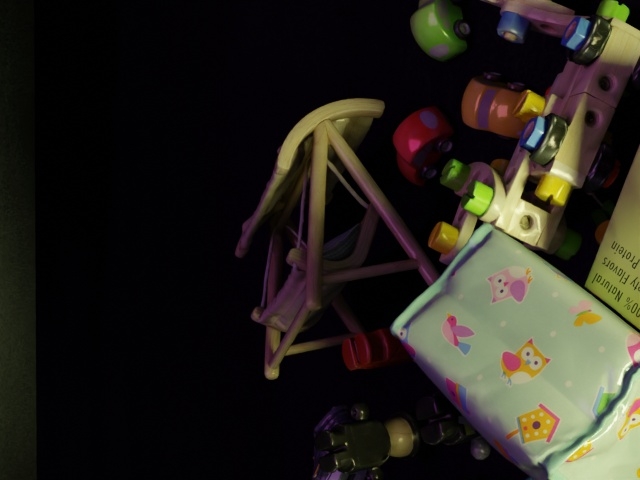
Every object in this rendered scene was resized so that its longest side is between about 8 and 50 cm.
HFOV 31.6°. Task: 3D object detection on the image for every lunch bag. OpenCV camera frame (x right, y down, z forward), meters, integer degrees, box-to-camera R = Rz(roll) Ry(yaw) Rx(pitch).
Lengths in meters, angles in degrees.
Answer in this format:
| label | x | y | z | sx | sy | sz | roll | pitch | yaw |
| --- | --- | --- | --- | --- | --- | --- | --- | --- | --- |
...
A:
| label | x | y | z | sx | sy | sz | roll | pitch | yaw |
| --- | --- | --- | --- | --- | --- | --- | --- | --- | --- |
| lunch bag | 0.223 | 0.135 | 0.987 | 0.160 | 0.262 | 0.223 | -48 | 45 | 2 |

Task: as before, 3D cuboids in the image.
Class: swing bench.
| label | x | y | z | sx | sy | sz | roll | pitch | yaw |
| --- | --- | --- | --- | --- | --- | --- | --- | --- | --- |
| swing bench | 0.000 | 0.000 | 1.380 | 0.253 | 0.165 | 0.255 | 119 | 137 | -60 |

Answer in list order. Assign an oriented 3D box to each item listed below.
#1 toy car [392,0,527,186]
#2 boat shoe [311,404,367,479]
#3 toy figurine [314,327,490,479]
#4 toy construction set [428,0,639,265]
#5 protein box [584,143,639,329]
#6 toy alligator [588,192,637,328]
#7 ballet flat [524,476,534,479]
| label | x | y | z | sx | sy | sz | roll | pitch | yaw |
| --- | --- | --- | --- | --- | --- | --- | --- | --- | --- |
| toy car | 0.139 | -0.195 | 1.294 | 0.239 | 0.053 | 0.225 | -23 | 72 | 56 |
| boat shoe | 0.015 | 0.309 | 1.515 | 0.083 | 0.065 | 0.183 | 56 | 130 | 44 |
| toy figurine | 0.116 | 0.210 | 1.278 | 0.209 | 0.148 | 0.213 | 36 | 119 | 45 |
| toy construction set | 0.213 | -0.119 | 1.098 | 0.215 | 0.151 | 0.328 | 177 | 104 | -78 |
| protein box | 0.350 | -0.003 | 0.886 | 0.200 | 0.136 | 0.201 | 45 | 127 | 47 |
| toy alligator | 0.291 | -0.004 | 1.069 | 0.051 | 0.056 | 0.190 | -23 | 48 | 20 |
| ballet flat | 0.184 | 0.366 | 1.222 | 0.124 | 0.116 | 0.342 | 53 | 134 | 15 |
